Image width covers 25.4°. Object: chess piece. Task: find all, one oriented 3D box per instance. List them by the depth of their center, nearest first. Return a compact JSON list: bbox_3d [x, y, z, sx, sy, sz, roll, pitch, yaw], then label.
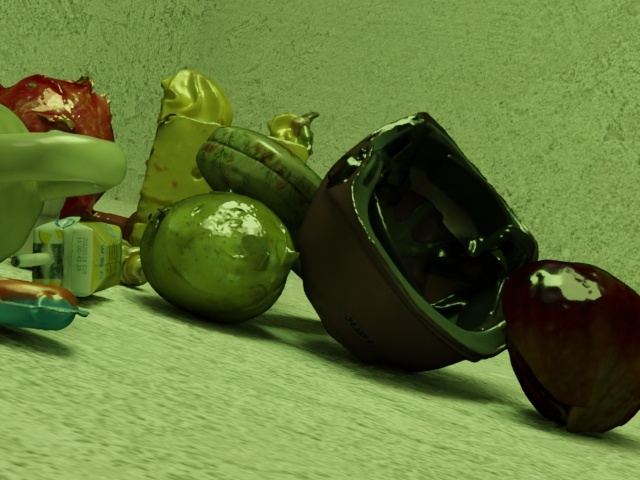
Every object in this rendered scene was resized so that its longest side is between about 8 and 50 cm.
[{"bbox_3d":[-0.255,0.020,1.744,0.060,0.060,0.172,13,5,-38],"label":"chess piece"}]

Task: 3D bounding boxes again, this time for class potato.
[{"bbox_3d":[-0.116,0.014,1.575,0.169,0.143,0.248,28,-2,-9],"label":"potato"}]

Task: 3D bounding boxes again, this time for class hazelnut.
[{"bbox_3d":[0.253,0.103,1.417,0.201,0.161,0.170,21,16,-37],"label":"hazelnut"}]

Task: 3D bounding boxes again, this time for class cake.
[{"bbox_3d":[-0.136,-0.077,1.944,0.227,0.286,0.222,14,2,-7],"label":"cake"}]

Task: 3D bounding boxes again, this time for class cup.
[{"bbox_3d":[-0.312,-0.074,1.244,0.255,0.173,0.202,-28,-9,7],"label":"cup"}]

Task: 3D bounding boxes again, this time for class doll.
[{"bbox_3d":[-0.312,-0.047,1.634,0.059,0.160,0.161,14,0,-16],"label":"doll"}]

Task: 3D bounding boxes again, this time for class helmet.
[{"bbox_3d":[0.084,0.025,1.553,0.271,0.197,0.338,47,35,-13],"label":"helmet"}]

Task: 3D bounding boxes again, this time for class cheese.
[{"bbox_3d":[-0.275,0.041,1.120,0.256,0.037,0.106,8,-4,42],"label":"cheese"}]

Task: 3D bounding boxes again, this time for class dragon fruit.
[{"bbox_3d":[-0.356,-0.119,1.845,0.205,0.268,0.210,41,-38,-13],"label":"dragon fruit"}]

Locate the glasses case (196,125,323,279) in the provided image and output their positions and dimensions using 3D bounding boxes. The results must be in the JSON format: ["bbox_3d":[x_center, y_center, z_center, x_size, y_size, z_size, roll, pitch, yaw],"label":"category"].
[{"bbox_3d":[0.000,0.000,1.766,0.156,0.098,0.425,26,-13,43],"label":"glasses case"}]

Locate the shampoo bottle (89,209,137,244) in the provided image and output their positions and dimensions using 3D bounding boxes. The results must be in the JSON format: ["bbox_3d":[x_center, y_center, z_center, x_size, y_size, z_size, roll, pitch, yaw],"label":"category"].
[{"bbox_3d":[-0.237,-0.002,2.129,0.244,0.085,0.085,15,2,13],"label":"shampoo bottle"}]

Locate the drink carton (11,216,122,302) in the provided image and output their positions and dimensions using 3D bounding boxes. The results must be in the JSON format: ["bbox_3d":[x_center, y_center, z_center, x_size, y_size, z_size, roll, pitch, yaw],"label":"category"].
[{"bbox_3d":[-0.247,0.017,1.414,0.074,0.084,0.200,4,2,2],"label":"drink carton"}]
